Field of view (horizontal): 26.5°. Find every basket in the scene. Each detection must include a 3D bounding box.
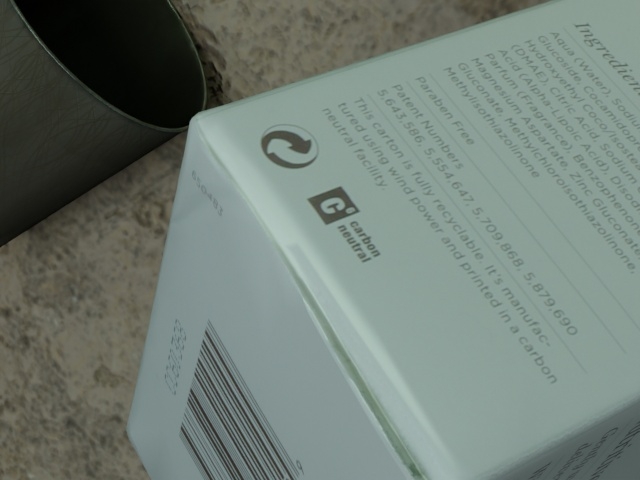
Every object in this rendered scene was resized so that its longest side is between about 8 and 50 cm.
[{"bbox_3d":[-0.219,-0.094,0.963,0.227,0.154,0.204,-40,81,32],"label":"basket"}]

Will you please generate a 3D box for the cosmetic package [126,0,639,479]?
[{"bbox_3d":[0.130,0.014,0.553,0.156,0.385,0.217,56,151,25],"label":"cosmetic package"}]
